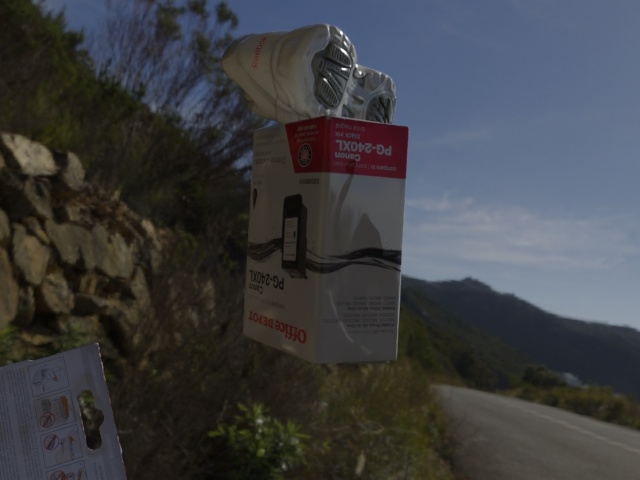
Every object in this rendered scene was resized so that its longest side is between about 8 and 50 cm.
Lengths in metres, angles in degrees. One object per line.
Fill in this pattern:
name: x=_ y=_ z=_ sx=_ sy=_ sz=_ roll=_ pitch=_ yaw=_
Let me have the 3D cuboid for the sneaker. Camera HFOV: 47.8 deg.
sneaker: x=-0.007 y=-0.130 z=0.652 sx=0.115 sy=0.090 sz=0.232 roll=17 pitch=-9 yaw=26

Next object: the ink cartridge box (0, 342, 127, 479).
ink cartridge box: x=-0.345 y=0.234 z=0.821 sx=0.225 sy=0.181 sz=0.056 roll=-14 pitch=-21 yaw=-13

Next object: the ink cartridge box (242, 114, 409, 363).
ink cartridge box: x=0.000 y=0.000 z=0.479 sx=0.063 sy=0.150 sz=0.109 roll=3 pitch=2 yaw=-30
